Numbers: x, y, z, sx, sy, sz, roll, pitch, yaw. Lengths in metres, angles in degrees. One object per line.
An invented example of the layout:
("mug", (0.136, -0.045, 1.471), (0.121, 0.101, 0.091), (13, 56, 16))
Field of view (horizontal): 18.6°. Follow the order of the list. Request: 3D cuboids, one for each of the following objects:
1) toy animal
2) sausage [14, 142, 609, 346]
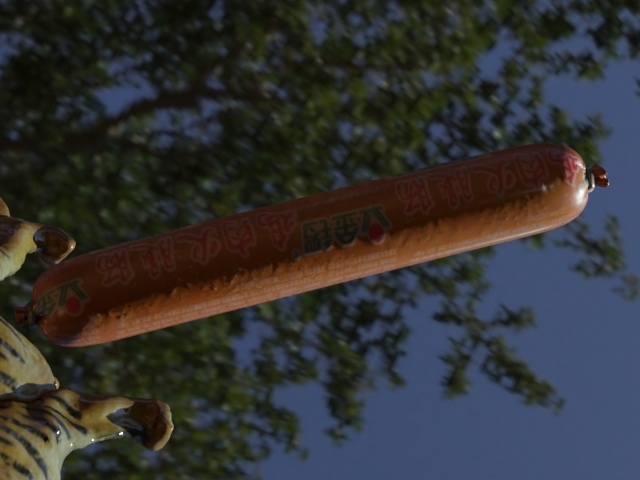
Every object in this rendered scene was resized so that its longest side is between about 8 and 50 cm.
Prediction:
("toy animal", (-0.110, 0.047, 0.656), (0.057, 0.099, 0.241), (-48, -136, 21))
("sausage", (0.000, 0.000, 1.091), (0.348, 0.053, 0.053), (-14, -115, -12))
